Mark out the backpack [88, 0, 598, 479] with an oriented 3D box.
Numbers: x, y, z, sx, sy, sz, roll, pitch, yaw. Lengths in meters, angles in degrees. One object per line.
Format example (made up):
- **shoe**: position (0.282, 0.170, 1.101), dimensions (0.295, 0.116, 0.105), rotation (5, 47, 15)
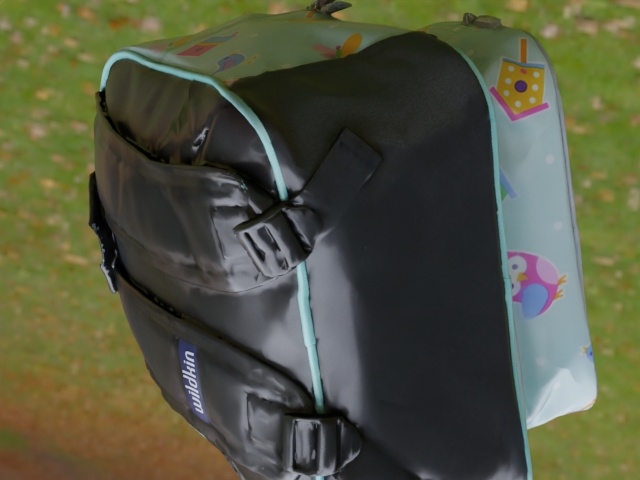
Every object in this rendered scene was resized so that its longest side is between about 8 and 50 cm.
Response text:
- **backpack**: position (0.000, 0.000, 0.576), dimensions (0.144, 0.165, 0.188), rotation (-21, -160, -26)
